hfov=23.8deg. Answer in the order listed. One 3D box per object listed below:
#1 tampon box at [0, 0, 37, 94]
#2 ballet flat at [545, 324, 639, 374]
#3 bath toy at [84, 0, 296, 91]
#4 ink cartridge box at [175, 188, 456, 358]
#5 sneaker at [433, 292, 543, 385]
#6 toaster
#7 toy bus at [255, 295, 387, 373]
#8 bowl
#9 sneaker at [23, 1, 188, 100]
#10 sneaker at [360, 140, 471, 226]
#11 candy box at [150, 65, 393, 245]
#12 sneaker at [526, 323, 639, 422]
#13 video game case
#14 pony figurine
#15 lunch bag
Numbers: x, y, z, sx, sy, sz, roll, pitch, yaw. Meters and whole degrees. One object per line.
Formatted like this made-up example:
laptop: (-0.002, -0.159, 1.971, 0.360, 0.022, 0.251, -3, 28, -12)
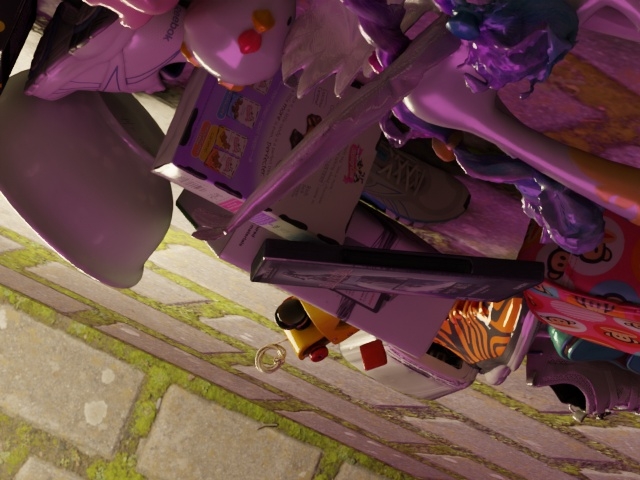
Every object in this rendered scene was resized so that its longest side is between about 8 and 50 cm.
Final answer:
tampon box: (-0.371, -0.238, 1.595, 0.120, 0.101, 0.161, 22, 164, -7)
ballet flat: (0.364, 0.108, 1.842, 0.247, 0.083, 0.087, 11, -142, -40)
bath toy: (-0.161, -0.246, 1.271, 0.348, 0.151, 0.129, 28, 128, -24)
ink cartridge box: (0.000, 0.000, 1.770, 0.289, 0.122, 0.211, 28, -174, -26)
sneaker: (0.188, 0.084, 1.924, 0.180, 0.125, 0.321, 29, 157, 5)
toaster: (0.132, 0.140, 2.184, 0.227, 0.129, 0.146, 28, 159, -17)
toy bus: (0.004, 0.079, 2.014, 0.191, 0.202, 0.104, 8, 160, 24)
bowl: (-0.263, -0.100, 1.760, 0.298, 0.134, 0.298, 47, -167, -15)
sneaker: (-0.216, -0.188, 1.563, 0.129, 0.111, 0.297, 24, 165, -24)
sneaker: (0.071, -0.074, 1.646, 0.190, 0.071, 0.083, 18, 159, 9)
candy box: (-0.045, -0.102, 1.512, 0.196, 0.165, 0.070, 27, 164, -20)
sneaker: (0.378, 0.203, 2.087, 0.281, 0.115, 0.105, 29, 163, -26)
video game case: (0.071, 0.033, 1.552, 0.274, 0.026, 0.196, 4, 171, -6)
pony figurine: (0.096, -0.134, 1.122, 0.363, 0.303, 0.351, 29, 131, -14)
lunch bag: (0.367, 0.065, 1.623, 0.293, 0.120, 0.258, 14, 163, 25)
